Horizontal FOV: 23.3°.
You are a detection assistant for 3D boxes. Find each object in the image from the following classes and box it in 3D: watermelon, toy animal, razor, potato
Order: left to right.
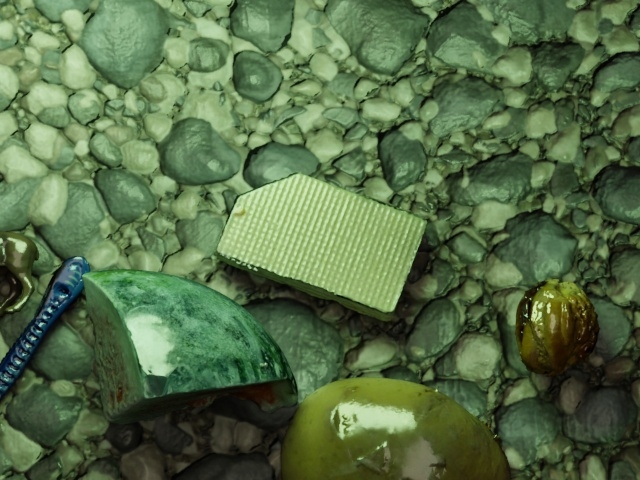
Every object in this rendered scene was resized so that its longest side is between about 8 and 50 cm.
[{"bbox_3d":[-0.470,0.007,1.999,0.214,0.094,0.186,4,79,-10],"label":"toy animal"},{"bbox_3d":[-0.391,0.157,1.976,0.093,0.056,0.324,34,72,-9],"label":"razor"},{"bbox_3d":[-0.183,0.168,1.916,0.320,0.289,0.213,33,105,-7],"label":"watermelon"},{"bbox_3d":[0.095,0.288,1.941,0.299,0.116,0.239,21,79,4],"label":"potato"}]

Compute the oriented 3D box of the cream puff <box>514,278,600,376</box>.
[{"bbox_3d":[0.306,0.111,1.993,0.104,0.119,0.133,1,37,33],"label":"cream puff"}]

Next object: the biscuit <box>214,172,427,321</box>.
[{"bbox_3d":[0.000,0.000,2.040,0.252,0.052,0.150,19,71,0],"label":"biscuit"}]
